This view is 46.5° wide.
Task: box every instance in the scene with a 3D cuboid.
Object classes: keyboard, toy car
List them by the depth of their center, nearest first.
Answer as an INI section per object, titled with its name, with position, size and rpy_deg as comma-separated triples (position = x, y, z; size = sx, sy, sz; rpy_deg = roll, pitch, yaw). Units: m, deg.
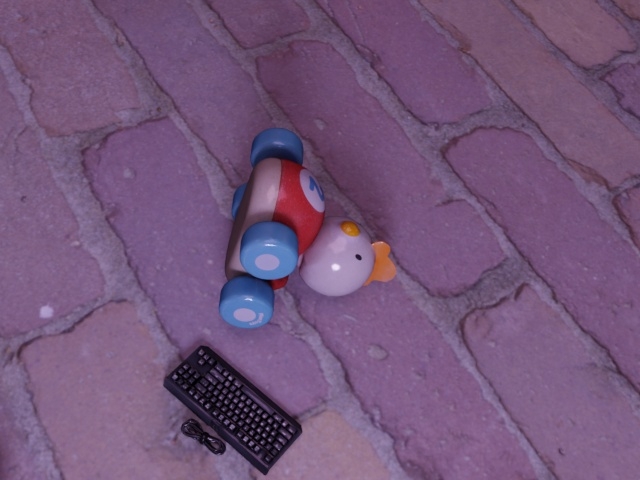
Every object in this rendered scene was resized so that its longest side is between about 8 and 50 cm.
[keyboard]
position = -0.122, 0.223, 0.959
size = 0.180, 0.023, 0.108
rpy_deg = 37, 62, 16
[toy car]
position = 0.000, 0.000, 1.019
size = 0.238, 0.210, 0.219
rpy_deg = 13, 46, -14
